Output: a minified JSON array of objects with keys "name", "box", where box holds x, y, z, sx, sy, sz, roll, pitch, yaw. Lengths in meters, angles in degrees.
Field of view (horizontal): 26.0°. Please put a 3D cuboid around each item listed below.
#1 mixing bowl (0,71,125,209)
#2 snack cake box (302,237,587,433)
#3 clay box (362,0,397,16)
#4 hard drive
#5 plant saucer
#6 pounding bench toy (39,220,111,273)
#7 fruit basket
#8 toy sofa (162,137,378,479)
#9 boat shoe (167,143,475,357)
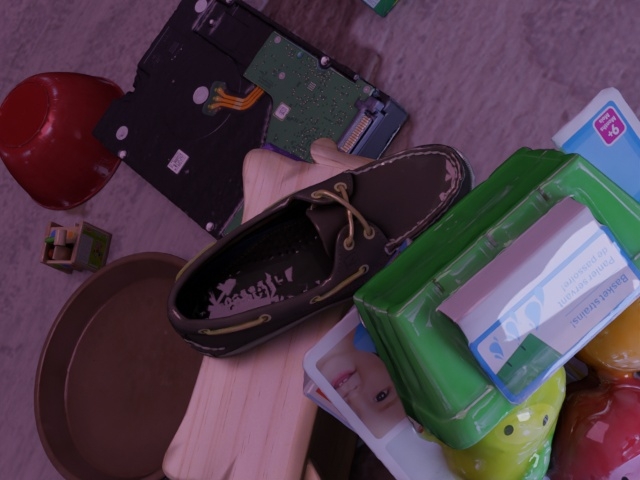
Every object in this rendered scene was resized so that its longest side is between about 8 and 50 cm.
[{"name":"mixing bowl","box":[-0.336,-0.139,1.708,0.181,0.098,0.181,-14,64,30]},{"name":"snack cake box","box":[0.133,0.141,1.187,0.264,0.089,0.152,38,98,-7]},{"name":"clay box","box":[-0.007,-0.349,1.546,0.053,0.127,0.222,-49,52,10]},{"name":"hard drive","box":[-0.088,-0.131,1.557,0.339,0.064,0.237,37,95,38]},{"name":"plant saucer","box":[-0.206,0.149,1.544,0.278,0.041,0.278,-14,65,31]},{"name":"pounding bench toy","box":[-0.303,0.004,1.639,0.065,0.083,0.052,0,73,34]},{"name":"fruit basket","box":[0.211,0.116,1.061,0.327,0.353,0.165,-40,8,-8]},{"name":"toy sofa","box":[-0.012,0.094,1.332,0.177,0.150,0.362,11,78,13]},{"name":"boat shoe","box":[0.002,0.004,1.226,0.305,0.091,0.109,-31,74,0]}]
